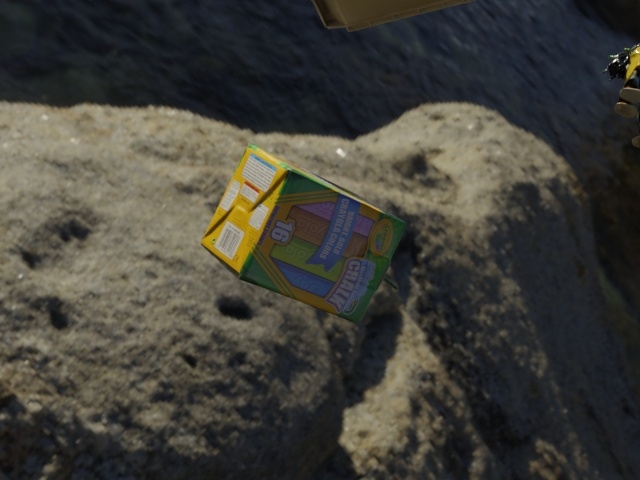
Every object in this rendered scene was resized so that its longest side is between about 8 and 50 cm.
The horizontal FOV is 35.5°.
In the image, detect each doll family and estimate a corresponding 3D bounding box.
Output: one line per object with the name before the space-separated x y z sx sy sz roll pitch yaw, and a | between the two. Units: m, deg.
doll family | 0.339 -0.193 1.018 0.076 0.193 0.111 21 49 6

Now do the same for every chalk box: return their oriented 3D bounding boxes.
chalk box | 0.000 0.000 1.131 0.213 0.132 0.132 22 6 -31

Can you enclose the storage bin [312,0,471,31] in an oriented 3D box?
storage bin | 0.084 -0.434 1.326 0.262 0.260 0.123 59 34 -39
